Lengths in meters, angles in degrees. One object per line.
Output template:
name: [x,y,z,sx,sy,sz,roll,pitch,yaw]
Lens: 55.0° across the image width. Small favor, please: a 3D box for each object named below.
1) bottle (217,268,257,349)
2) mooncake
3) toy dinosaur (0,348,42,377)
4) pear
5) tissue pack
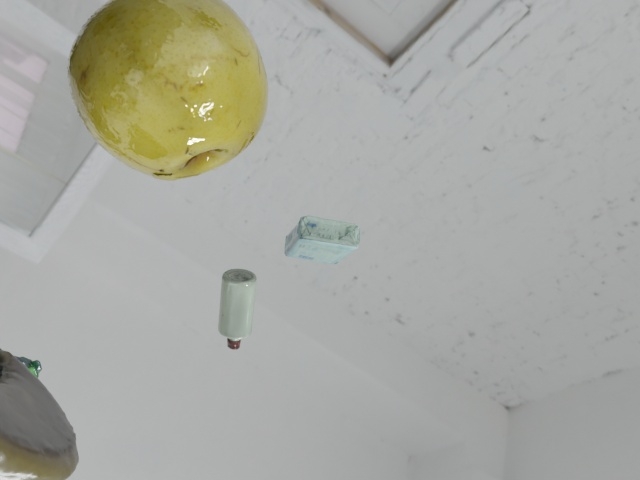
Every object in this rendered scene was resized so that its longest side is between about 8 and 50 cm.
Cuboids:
bottle: [-0.250,0.212,1.830,0.104,0.104,0.245,-98,-164,-67]
mooncake: [-0.598,0.305,0.967,0.393,0.394,0.246,25,-109,45]
toy dinosaur: [-0.817,0.137,1.444,0.144,0.375,0.499,-110,-140,-67]
pear: [-0.258,-0.271,1.073,0.348,0.348,0.348,-49,-163,21]
tissue pack: [0.000,0.000,1.825,0.263,0.177,0.089,132,-34,-72]
